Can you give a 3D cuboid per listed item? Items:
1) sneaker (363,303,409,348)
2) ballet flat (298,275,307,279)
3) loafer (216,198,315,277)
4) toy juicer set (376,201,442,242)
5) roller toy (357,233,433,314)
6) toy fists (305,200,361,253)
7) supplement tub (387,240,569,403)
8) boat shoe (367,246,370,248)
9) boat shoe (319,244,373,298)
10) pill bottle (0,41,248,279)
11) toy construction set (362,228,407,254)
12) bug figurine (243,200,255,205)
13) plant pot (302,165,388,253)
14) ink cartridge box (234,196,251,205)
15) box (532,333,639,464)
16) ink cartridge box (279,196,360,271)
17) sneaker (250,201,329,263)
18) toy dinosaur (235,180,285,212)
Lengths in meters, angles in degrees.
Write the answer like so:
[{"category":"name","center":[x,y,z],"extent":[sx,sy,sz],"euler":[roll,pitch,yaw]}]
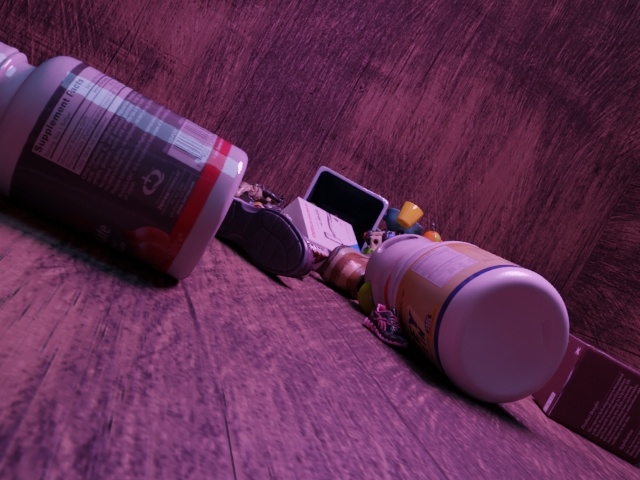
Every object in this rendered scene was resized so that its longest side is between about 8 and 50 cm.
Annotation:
[{"category":"sneaker","center":[0.123,0.150,1.188],"extent":[0.047,0.057,0.119],"euler":[29,4,-35]},{"category":"ballet flat","center":[-0.080,0.026,1.406],"extent":[0.168,0.052,0.057],"euler":[30,4,33]},{"category":"loafer","center":[-0.105,-0.006,1.292],"extent":[0.302,0.109,0.095],"euler":[28,-2,42]},{"category":"toy juicer set","center":[0.293,-0.030,2.157],"extent":[0.209,0.089,0.329],"euler":[40,-13,-9]},{"category":"roller toy","center":[0.196,0.089,1.421],"extent":[0.209,0.191,0.146],"euler":[25,10,-11]},{"category":"toy fists","center":[0.023,-0.003,1.956],"extent":[0.279,0.096,0.142],"euler":[44,11,-20]},{"category":"supplement tub","center":[0.263,0.128,1.193],"extent":[0.228,0.228,0.316],"euler":[27,3,-18]},{"category":"boat shoe","center":[0.196,0.072,2.319],"extent":[0.095,0.112,0.335],"euler":[11,-22,31]},{"category":"boat shoe","center":[0.126,0.098,1.598],"extent":[0.120,0.123,0.324],"euler":[37,15,32]},{"category":"pill bottle","center":[-0.260,-0.098,0.765],"extent":[0.318,0.176,0.176],"euler":[28,4,-13]},{"category":"toy construction set","center":[0.210,0.075,2.019],"extent":[0.151,0.215,0.327],"euler":[2,3,14]},{"category":"bug figurine","center":[-0.166,-0.065,1.905],"extent":[0.216,0.072,0.279],"euler":[29,3,12]},{"category":"plant pot","center":[0.043,-0.055,2.180],"extent":[0.247,0.247,0.252],"euler":[28,-9,-1]},{"category":"ink cartridge box","center":[-0.193,-0.059,1.660],"extent":[0.109,0.062,0.209],"euler":[27,3,-36]},{"category":"box","center":[0.583,0.322,1.384],"extent":[0.203,0.169,0.167],"euler":[30,4,6]},{"category":"ink cartridge box","center":[0.000,0.000,1.681],"extent":[0.203,0.086,0.148],"euler":[26,36,-41]},{"category":"sneaker","center":[-0.073,-0.015,1.496],"extent":[0.225,0.093,0.088],"euler":[29,-35,-25]},{"category":"toy dinosaur","center":[-0.140,-0.109,1.789],"extent":[0.118,0.064,0.268],"euler":[30,2,23]}]
